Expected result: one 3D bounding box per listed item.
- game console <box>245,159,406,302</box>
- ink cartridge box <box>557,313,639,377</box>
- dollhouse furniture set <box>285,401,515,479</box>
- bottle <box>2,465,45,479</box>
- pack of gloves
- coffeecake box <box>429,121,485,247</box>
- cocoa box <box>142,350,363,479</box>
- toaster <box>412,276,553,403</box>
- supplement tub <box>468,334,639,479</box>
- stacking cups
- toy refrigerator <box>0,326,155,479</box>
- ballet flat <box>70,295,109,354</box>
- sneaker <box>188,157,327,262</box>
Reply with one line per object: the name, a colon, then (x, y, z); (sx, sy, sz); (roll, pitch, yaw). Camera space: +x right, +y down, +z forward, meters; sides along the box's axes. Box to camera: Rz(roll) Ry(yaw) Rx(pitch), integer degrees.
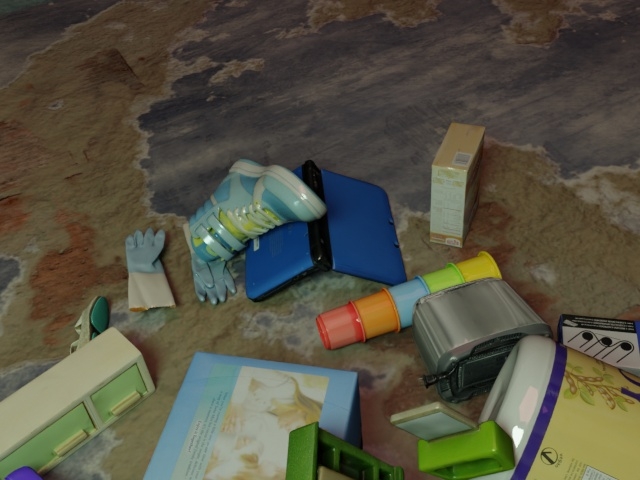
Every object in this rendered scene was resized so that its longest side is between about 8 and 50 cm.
game console: (0.000, 0.000, 1.387); (0.250, 0.173, 0.293); (-30, 38, 20)
ink cartridge box: (0.485, 0.175, 1.129); (0.206, 0.046, 0.097); (5, 45, 11)
dollhouse furniture set: (0.080, 0.321, 0.661); (0.197, 0.151, 0.302); (-26, 44, 34)
bottle: (-0.462, 0.430, 0.925); (0.118, 0.092, 0.283); (25, 51, 30)
pack of gloves: (-0.268, 0.056, 1.358); (0.194, 0.046, 0.232); (-1, 41, -17)
coffeecake box: (0.258, -0.104, 1.353); (0.068, 0.186, 0.142); (12, 46, 19)
cocoa box: (-0.084, 0.346, 0.873); (0.231, 0.228, 0.347); (5, 44, 11)
toaster: (0.238, 0.154, 1.124); (0.226, 0.129, 0.146); (-16, 40, -8)
supplement tub: (0.350, 0.279, 0.835); (0.331, 0.241, 0.241); (23, 49, 11)
stacking cups: (0.147, 0.106, 1.218); (0.316, 0.096, 0.096); (-16, 44, -6)
toy refrigerator: (-0.393, 0.262, 1.092); (0.094, 0.102, 0.269); (32, 54, 34)
ballet flat: (-0.405, 0.163, 1.237); (0.052, 0.057, 0.168); (-14, 42, 5)
sneaker: (-0.126, -0.032, 1.293); (0.208, 0.127, 0.319); (-50, 26, -11)
